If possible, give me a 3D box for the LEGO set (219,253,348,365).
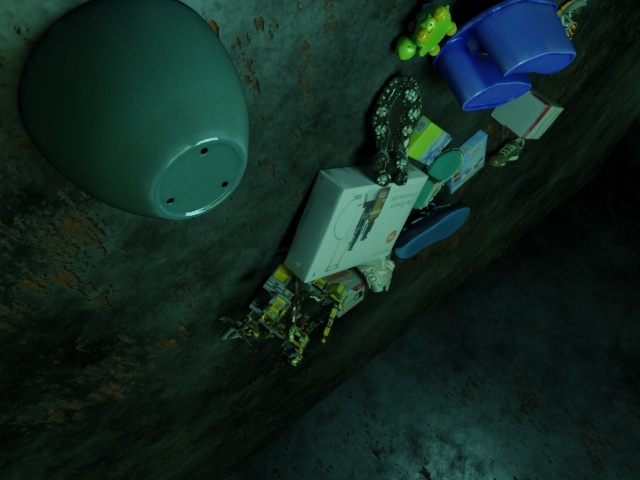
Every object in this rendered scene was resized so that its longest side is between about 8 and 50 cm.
[{"bbox_3d":[-0.097,0.213,1.384,0.331,0.255,0.192,-44,-174,33],"label":"LEGO set"}]

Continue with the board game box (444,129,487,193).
[{"bbox_3d":[0.488,-0.260,1.735,0.160,0.039,0.211,-41,157,-3],"label":"board game box"}]

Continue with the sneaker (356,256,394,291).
[{"bbox_3d":[0.184,0.111,1.748,0.099,0.121,0.262,-5,164,30],"label":"sneaker"}]

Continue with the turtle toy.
[{"bbox_3d":[0.203,-0.409,1.010,0.130,0.066,0.095,-49,156,18],"label":"turtle toy"}]

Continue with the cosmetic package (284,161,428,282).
[{"bbox_3d":[0.102,-0.060,1.381,0.377,0.097,0.284,-15,139,-46],"label":"cosmetic package"}]

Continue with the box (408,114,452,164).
[{"bbox_3d":[0.287,-0.270,1.407,0.109,0.042,0.178,-50,155,19],"label":"box"}]

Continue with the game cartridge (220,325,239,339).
[{"bbox_3d":[-0.258,0.273,1.545,0.056,0.017,0.083,-46,157,18],"label":"game cartridge"}]

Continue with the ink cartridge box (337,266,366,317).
[{"bbox_3d":[0.092,0.189,1.861,0.127,0.072,0.175,-35,155,-17],"label":"ink cartridge box"}]

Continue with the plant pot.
[{"bbox_3d":[-0.208,-0.141,0.685,0.290,0.195,0.290,-33,155,-18],"label":"plant pot"}]

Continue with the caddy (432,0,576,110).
[{"bbox_3d":[0.407,-0.430,1.159,0.341,0.179,0.241,-18,171,-42],"label":"caddy"}]

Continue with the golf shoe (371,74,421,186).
[{"bbox_3d":[0.168,-0.260,1.200,0.120,0.105,0.272,-80,176,-52],"label":"golf shoe"}]

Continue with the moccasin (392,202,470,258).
[{"bbox_3d":[0.381,-0.065,1.825,0.342,0.117,0.137,-24,139,-25],"label":"moccasin"}]

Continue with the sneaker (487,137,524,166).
[{"bbox_3d":[0.687,-0.334,1.892,0.192,0.064,0.086,-21,141,-40],"label":"sneaker"}]

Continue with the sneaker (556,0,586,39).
[{"bbox_3d":[0.664,-0.564,1.428,0.084,0.083,0.215,-7,138,-50],"label":"sneaker"}]

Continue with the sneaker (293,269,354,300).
[{"bbox_3d":[-0.002,0.149,1.607,0.121,0.108,0.302,-55,155,18],"label":"sneaker"}]

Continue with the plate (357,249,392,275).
[{"bbox_3d":[0.207,0.089,1.927,0.188,0.024,0.188,-34,155,-18],"label":"plate"}]

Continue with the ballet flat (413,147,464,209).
[{"bbox_3d":[0.354,-0.201,1.608,0.241,0.091,0.077,-50,-174,29],"label":"ballet flat"}]

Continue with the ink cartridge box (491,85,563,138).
[{"bbox_3d":[0.656,-0.407,1.626,0.176,0.128,0.127,-12,143,-48],"label":"ink cartridge box"}]
